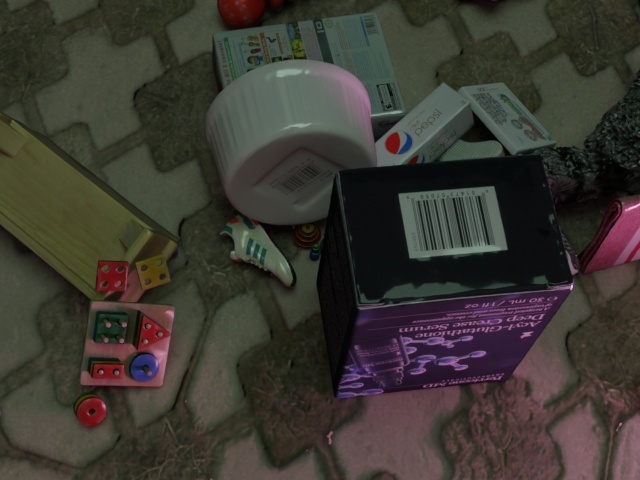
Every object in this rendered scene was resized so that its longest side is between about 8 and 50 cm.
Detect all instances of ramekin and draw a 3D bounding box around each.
[{"bbox_3d":[-0.042,-0.146,1.753,0.277,0.277,0.135,-8,54,-8],"label":"ramekin"}]

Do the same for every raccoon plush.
[{"bbox_3d":[0.512,-0.234,1.864,0.446,0.216,0.299,2,57,-21],"label":"raccoon plush"}]

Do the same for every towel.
[{"bbox_3d":[0.600,-0.045,1.789,0.329,0.237,0.037,-14,66,-11],"label":"towel"}]

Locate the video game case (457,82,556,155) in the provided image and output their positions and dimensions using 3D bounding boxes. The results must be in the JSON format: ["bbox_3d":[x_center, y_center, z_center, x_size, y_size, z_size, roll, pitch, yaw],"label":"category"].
[{"bbox_3d":[0.332,-0.217,1.932,0.143,0.019,0.157,-14,60,-49],"label":"video game case"}]

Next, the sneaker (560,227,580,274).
[{"bbox_3d":[0.357,-0.016,1.856,0.081,0.080,0.211,-42,73,3],"label":"sneaker"}]

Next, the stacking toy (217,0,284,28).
[{"bbox_3d":[-0.051,-0.507,2.026,0.330,0.141,0.141,-38,73,-16],"label":"stacking toy"}]

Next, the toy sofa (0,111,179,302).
[{"bbox_3d":[-0.415,-0.043,1.774,0.362,0.177,0.150,37,90,12],"label":"toy sofa"}]

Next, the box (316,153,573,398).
[{"bbox_3d":[0.161,0.065,1.612,0.294,0.395,0.212,-6,66,-6],"label":"box"}]

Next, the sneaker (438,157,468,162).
[{"bbox_3d":[0.173,-0.047,1.855,0.256,0.094,0.151,-27,31,4],"label":"sneaker"}]

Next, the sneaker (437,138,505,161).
[{"bbox_3d":[0.265,-0.145,1.921,0.134,0.070,0.051,4,70,30],"label":"sneaker"}]

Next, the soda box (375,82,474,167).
[{"bbox_3d":[0.164,-0.169,1.880,0.216,0.074,0.069,-42,60,-11],"label":"soda box"}]

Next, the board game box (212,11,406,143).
[{"bbox_3d":[-0.025,-0.271,1.928,0.303,0.097,0.224,-8,64,-10],"label":"board game box"}]

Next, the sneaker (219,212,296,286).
[{"bbox_3d":[-0.105,0.025,1.807,0.075,0.057,0.161,-36,73,-2],"label":"sneaker"}]

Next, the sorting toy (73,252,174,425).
[{"bbox_3d":[-0.289,0.154,1.659,0.132,0.046,0.274,6,101,-27],"label":"sorting toy"}]

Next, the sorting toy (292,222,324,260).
[{"bbox_3d":[0.000,0.000,1.827,0.102,0.042,0.061,22,64,6],"label":"sorting toy"}]
